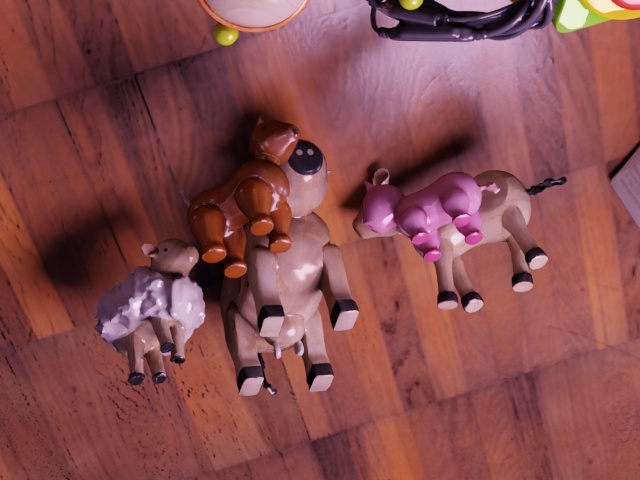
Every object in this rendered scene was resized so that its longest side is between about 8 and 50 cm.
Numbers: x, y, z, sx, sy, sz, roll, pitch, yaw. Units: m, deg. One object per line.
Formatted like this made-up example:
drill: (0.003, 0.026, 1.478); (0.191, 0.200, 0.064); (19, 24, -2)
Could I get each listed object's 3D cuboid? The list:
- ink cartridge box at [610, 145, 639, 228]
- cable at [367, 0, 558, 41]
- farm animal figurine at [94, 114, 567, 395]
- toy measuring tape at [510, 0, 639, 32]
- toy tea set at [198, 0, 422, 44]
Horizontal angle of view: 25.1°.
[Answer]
ink cartridge box: (0.448, -0.089, 1.220); (0.091, 0.308, 0.385); (25, 117, -29)
cable: (0.116, -0.232, 1.151); (0.184, 0.047, 0.150); (3, 110, 22)
farm animal figurine: (0.000, 0.000, 1.279); (0.330, 0.172, 0.327); (11, 137, -31)
toy measuring tape: (0.308, -0.261, 1.174); (0.330, 0.121, 0.121); (-16, 130, 0)
toy tea set: (-0.021, -0.298, 1.027); (0.200, 0.124, 0.336); (-13, 119, 5)
